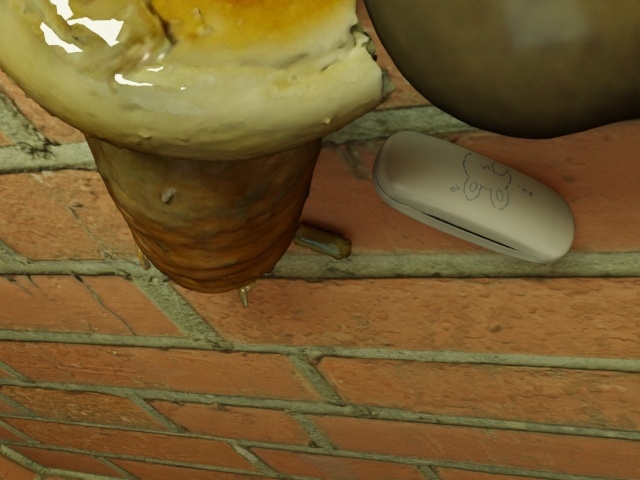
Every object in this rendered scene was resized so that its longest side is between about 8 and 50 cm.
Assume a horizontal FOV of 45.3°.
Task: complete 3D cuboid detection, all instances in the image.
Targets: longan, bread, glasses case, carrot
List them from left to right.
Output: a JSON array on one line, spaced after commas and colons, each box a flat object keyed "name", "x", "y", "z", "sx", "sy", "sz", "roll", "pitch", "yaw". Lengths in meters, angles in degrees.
[{"name": "bread", "x": -0.114, "y": -0.149, "z": 0.493, "sx": 0.314, "sy": 0.192, "sz": 0.171, "roll": 41, "pitch": 156, "yaw": -2}, {"name": "carrot", "x": -0.107, "y": -0.092, "z": 0.756, "sx": 0.224, "sy": 0.224, "sz": 0.340, "roll": 13, "pitch": 156, "yaw": 4}, {"name": "bread", "x": 0.000, "y": 0.000, "z": 1.029, "sx": 0.088, "sy": 0.033, "sz": 0.049, "roll": 19, "pitch": 163, "yaw": 2}, {"name": "glasses case", "x": 0.167, "y": -0.046, "z": 0.828, "sx": 0.233, "sy": 0.092, "sz": 0.059, "roll": 22, "pitch": 151, "yaw": -8}, {"name": "longan", "x": 0.151, "y": -0.180, "z": 0.470, "sx": 0.258, "sy": 0.258, "sz": 0.258, "roll": 11, "pitch": 149, "yaw": 7}]
